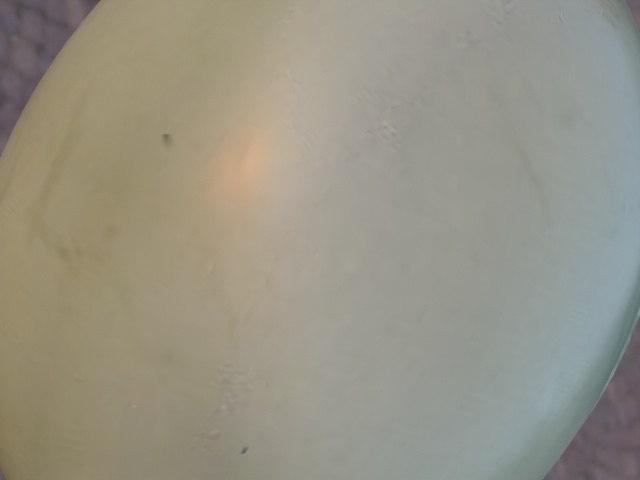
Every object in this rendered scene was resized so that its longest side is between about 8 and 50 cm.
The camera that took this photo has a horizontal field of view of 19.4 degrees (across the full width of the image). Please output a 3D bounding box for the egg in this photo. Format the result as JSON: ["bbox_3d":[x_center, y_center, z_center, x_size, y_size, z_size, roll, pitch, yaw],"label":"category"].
[{"bbox_3d":[0.000,0.000,0.637,0.219,0.269,0.219,37,4,-3],"label":"egg"}]
